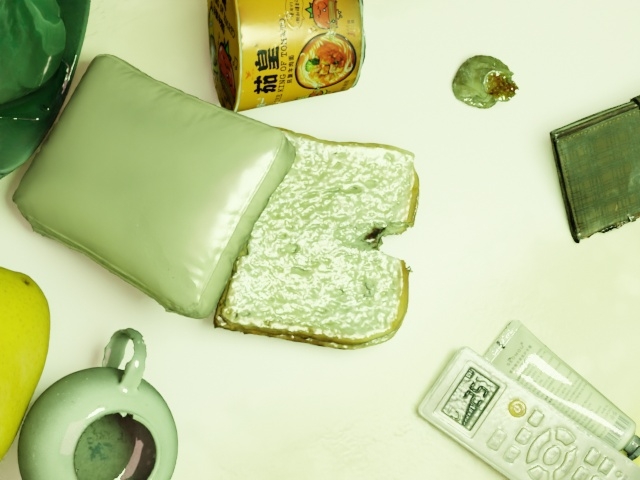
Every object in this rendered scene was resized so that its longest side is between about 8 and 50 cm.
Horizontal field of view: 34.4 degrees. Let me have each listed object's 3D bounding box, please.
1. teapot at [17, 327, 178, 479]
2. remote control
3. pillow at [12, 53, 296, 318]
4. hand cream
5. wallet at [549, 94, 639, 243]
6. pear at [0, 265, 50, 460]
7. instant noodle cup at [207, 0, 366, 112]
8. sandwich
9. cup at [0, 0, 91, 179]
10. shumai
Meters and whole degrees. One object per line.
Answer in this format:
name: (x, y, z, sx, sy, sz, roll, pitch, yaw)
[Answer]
teapot: (-0.261, 0.249, 1.237, 0.193, 0.129, 0.294, 17, 81, -29)
remote control: (0.282, 0.268, 1.343, 0.313, 0.055, 0.109, 35, 88, 5)
pillow: (-0.213, -0.074, 1.276, 0.322, 0.120, 0.255, 28, 86, 26)
hand cream: (0.325, 0.204, 1.359, 0.234, 0.050, 0.080, 38, 81, 6)
wallet: (0.465, -0.126, 1.387, 0.317, 0.044, 0.169, -23, 116, -6)
pear: (-0.470, 0.162, 1.207, 0.285, 0.336, 0.285, 11, 114, 28)
instant noodle cup: (-0.047, -0.269, 1.322, 0.172, 0.216, 0.215, -6, 82, -15)
sandwich: (0.000, 0.000, 1.336, 0.249, 0.095, 0.273, 8, 80, -6)
cup: (-0.510, -0.238, 1.229, 0.392, 0.310, 0.401, 19, 79, 3)
shumai: (0.224, -0.219, 1.392, 0.083, 0.080, 0.082, -9, 81, -4)
